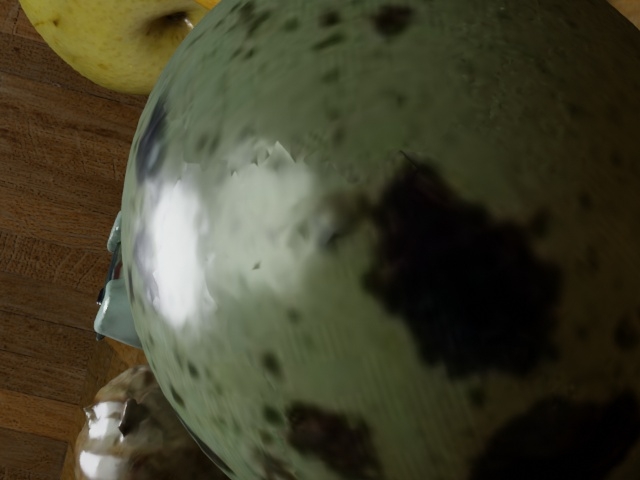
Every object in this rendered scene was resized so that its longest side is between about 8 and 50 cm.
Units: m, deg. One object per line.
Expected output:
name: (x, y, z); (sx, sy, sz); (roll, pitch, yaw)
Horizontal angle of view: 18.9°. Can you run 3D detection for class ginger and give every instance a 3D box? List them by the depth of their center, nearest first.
ginger: (-0.106, 0.233, 1.328); (0.375, 0.256, 0.176); (-44, 17, 49)

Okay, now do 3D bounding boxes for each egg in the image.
egg: (0.043, -0.006, 0.930); (0.379, 0.288, 0.287); (47, 123, 59)

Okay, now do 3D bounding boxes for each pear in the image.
pear: (-0.183, -0.331, 2.144); (0.348, 0.348, 0.348); (-166, 90, -77)

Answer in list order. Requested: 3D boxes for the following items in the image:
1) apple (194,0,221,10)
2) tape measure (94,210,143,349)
apple: (-0.019, -0.314, 1.564); (0.275, 0.299, 0.299); (58, 134, 52)
tape measure: (0.000, 0.001, 1.215); (0.125, 0.243, 0.246); (-89, 18, -45)
